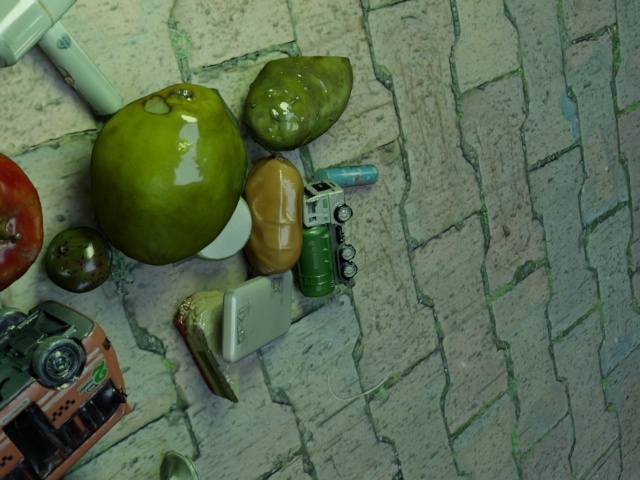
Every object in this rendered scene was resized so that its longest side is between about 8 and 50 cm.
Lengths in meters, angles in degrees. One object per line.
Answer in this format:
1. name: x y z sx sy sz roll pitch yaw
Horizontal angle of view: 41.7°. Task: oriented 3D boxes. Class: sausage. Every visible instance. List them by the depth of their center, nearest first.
1. sausage: -0.093 -0.053 1.660 0.120 0.136 0.241 -4 96 -35

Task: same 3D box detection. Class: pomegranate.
1. pomegranate: -0.394 0.039 1.414 0.114 0.114 0.142 -68 156 -10

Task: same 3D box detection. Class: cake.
1. cake: -0.219 0.211 1.617 0.117 0.086 0.220 -4 101 -43

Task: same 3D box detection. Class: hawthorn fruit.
1. hawthorn fruit: -0.492 -0.022 1.191 0.242 0.272 0.242 -3 93 -51

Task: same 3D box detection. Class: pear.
1. pear: -0.253 -0.109 1.398 0.269 0.269 0.321 -5 127 -43

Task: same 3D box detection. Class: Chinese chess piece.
1. Chinese chess piece: -0.201 -0.032 1.585 0.144 0.058 0.144 -5 102 -22

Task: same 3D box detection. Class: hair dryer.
1. hair dryer: -0.403 -0.277 1.356 0.173 0.107 0.357 -54 135 -19

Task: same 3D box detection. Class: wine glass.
1. wine glass: -0.340 0.471 1.523 0.232 0.156 0.156 -12 106 -46

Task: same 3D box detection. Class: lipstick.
1. lipstick: 0.059 -0.140 1.839 0.158 0.048 0.048 -9 104 -42

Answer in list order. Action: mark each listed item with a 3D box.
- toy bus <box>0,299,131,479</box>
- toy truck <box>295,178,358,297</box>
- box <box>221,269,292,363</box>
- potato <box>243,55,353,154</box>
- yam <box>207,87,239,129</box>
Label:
1. toy bus: -0.502 0.299 1.294 0.427 0.203 0.233 -43 129 -28
2. toy truck: 0.000 0.000 1.764 0.125 0.101 0.242 -13 115 -17
3. box: -0.119 0.141 1.653 0.285 0.044 0.142 -19 112 -69
4. potato: -0.042 -0.284 1.657 0.298 0.141 0.176 -46 125 -42
5. yam: -0.191 -0.243 1.589 0.043 0.043 0.094 -53 130 -22
